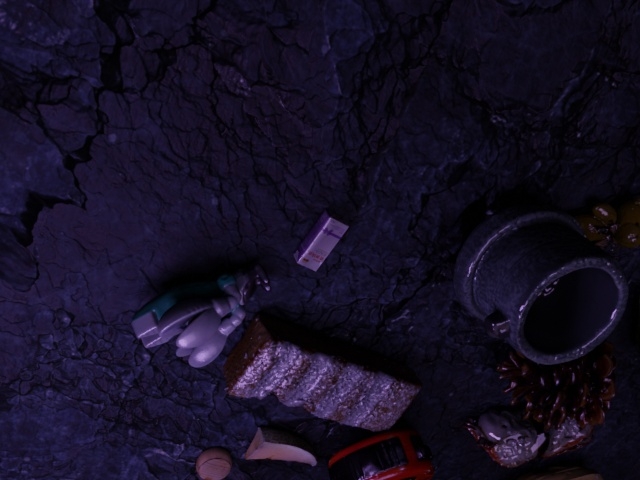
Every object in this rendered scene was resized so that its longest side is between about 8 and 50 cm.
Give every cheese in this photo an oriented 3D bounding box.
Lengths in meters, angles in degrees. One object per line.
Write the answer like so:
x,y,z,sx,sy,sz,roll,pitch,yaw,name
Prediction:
0.618,0.732,1.841,0.316,0.128,0.259,2,121,-14,cheese

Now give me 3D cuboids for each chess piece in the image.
-0.243,0.513,1.525,0.084,0.038,0.083,-8,123,-13,chess piece

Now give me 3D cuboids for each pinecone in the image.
0.531,0.312,1.505,0.264,0.264,0.264,-7,121,-12,pinecone

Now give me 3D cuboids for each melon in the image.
-0.075,0.488,1.551,0.182,0.054,0.098,14,121,-22,melon

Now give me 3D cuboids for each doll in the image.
-0.218,0.136,1.239,0.258,0.153,0.195,-38,150,13,doll
0.608,-0.019,1.418,0.210,0.097,0.137,-12,128,-2,doll

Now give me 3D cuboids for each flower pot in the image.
0.407,0.083,1.313,0.299,0.283,0.299,-9,123,-15,flower pot

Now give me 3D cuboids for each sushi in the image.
0.524,0.474,1.666,0.332,0.124,0.130,-12,112,-10,sushi

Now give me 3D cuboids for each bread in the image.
0.012,0.296,1.425,0.417,0.113,0.165,22,114,-27,bread

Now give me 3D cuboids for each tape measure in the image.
0.145,0.522,1.551,0.253,0.114,0.260,-19,151,-3,tape measure

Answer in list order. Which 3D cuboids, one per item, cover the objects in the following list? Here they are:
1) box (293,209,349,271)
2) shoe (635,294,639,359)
0.000,0.000,1.292,0.051,0.036,0.117,28,110,-28,box
0.813,0.191,1.579,0.128,0.140,0.262,-8,127,1,shoe
